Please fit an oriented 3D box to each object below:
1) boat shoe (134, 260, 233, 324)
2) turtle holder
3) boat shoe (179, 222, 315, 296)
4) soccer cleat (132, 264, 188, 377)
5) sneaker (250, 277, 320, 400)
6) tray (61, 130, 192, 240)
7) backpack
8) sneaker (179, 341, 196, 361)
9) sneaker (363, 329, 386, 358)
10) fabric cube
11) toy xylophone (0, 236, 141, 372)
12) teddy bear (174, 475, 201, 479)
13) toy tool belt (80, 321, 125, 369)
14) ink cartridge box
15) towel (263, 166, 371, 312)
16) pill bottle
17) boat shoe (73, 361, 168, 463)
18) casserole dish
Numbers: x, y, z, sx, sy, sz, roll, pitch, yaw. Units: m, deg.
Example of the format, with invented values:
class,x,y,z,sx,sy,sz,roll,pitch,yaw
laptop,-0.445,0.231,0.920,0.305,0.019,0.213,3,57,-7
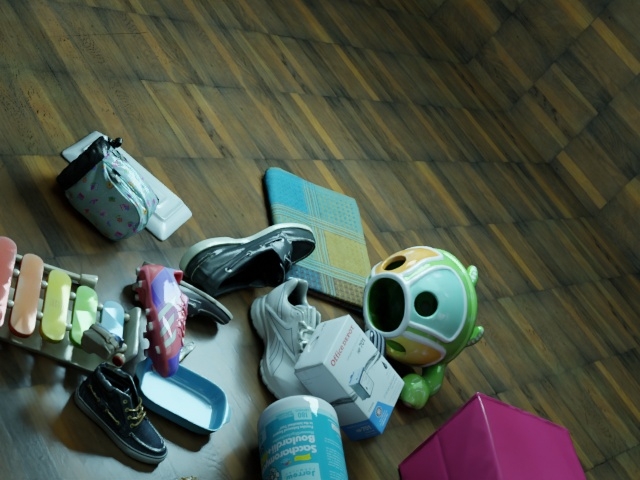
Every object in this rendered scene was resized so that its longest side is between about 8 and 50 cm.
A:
class,x,y,z,sx,sy,sz,roll,pitch,yaw
boat shoe,-0.261,0.115,1.978,0.206,0.075,0.065,34,74,-23
turtle holder,0.191,0.172,2.248,0.243,0.320,0.227,28,13,35
boat shoe,-0.121,0.048,2.122,0.340,0.127,0.113,-5,47,-48
soccer cleat,-0.265,0.134,1.828,0.095,0.083,0.248,0,41,-22
sneaker,-0.051,0.197,2.021,0.111,0.129,0.297,17,40,-40
tray,-0.387,-0.121,2.142,0.270,0.030,0.145,41,31,-2
backpack,-0.401,-0.090,1.996,0.182,0.152,0.115,47,34,-15
sneaker,-0.255,0.197,1.885,0.037,0.032,0.083,44,30,4
sneaker,0.076,0.293,2.115,0.083,0.098,0.224,40,48,-42
fabric cube,0.333,0.490,1.961,0.254,0.259,0.258,23,33,-27
toy xylophone,-0.454,0.097,1.739,0.322,0.081,0.236,21,36,-32
teddy bear,-0.174,0.519,1.522,0.245,0.113,0.338,-26,79,-50
toy tool belt,-0.336,0.163,1.667,0.083,0.052,0.051,32,35,8
ink cartridge box,0.055,0.257,1.964,0.191,0.082,0.140,52,42,-21
towel,0.000,0.000,2.421,0.271,0.040,0.370,21,38,-29
pill bottle,-0.026,0.404,1.770,0.146,0.146,0.264,23,35,-28
boat shoe,-0.306,0.278,1.675,0.183,0.083,0.065,40,31,-3
casserole dish,-0.242,0.270,1.805,0.188,0.037,0.114,30,33,-17
